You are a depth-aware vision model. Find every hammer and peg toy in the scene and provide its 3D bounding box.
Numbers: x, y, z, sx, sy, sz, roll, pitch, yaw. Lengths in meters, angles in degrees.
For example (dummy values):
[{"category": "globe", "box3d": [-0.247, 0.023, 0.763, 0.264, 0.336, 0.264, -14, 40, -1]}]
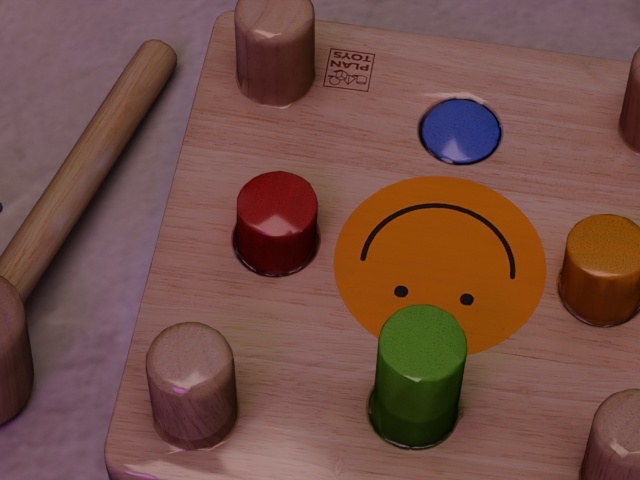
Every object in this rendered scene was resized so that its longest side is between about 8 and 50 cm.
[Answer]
[{"category": "hammer and peg toy", "box3d": [0.000, 0.000, 0.863, 0.361, 0.127, 0.266, 9, 58, 6]}]

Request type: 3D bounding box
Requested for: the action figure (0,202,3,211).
[{"category": "action figure", "box3d": [-0.248, -0.003, 0.846, 0.341, 0.178, 0.330, -9, 60, 24]}]
